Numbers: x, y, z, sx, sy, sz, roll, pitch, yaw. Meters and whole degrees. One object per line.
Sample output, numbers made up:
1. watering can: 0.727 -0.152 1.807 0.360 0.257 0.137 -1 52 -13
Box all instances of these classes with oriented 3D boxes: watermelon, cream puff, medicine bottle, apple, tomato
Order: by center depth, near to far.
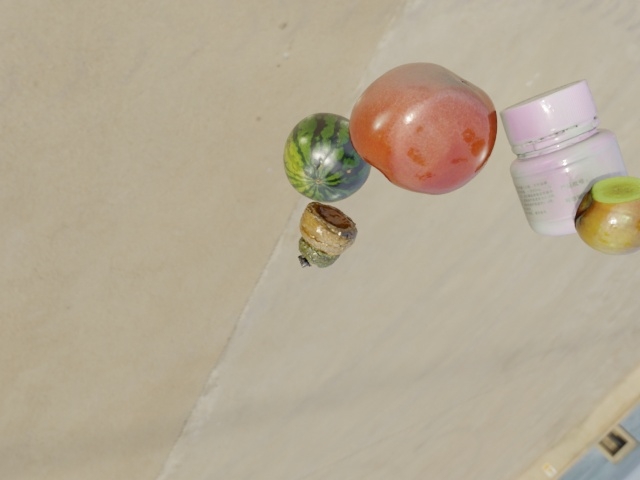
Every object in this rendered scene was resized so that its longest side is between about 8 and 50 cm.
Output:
1. apple: 0.613 -0.052 1.342 0.146 0.147 0.163 -64 166 -67
2. tomato: 0.245 -0.277 1.507 0.341 0.341 0.273 -14 142 -41
3. medicine bottle: 0.584 -0.198 1.557 0.256 0.325 0.256 -22 -174 3
4. cream puff: 0.000 0.000 1.856 0.183 0.183 0.169 1 127 -50
5. watermelon: 0.020 -0.262 2.036 0.285 0.285 0.285 -30 147 -22
